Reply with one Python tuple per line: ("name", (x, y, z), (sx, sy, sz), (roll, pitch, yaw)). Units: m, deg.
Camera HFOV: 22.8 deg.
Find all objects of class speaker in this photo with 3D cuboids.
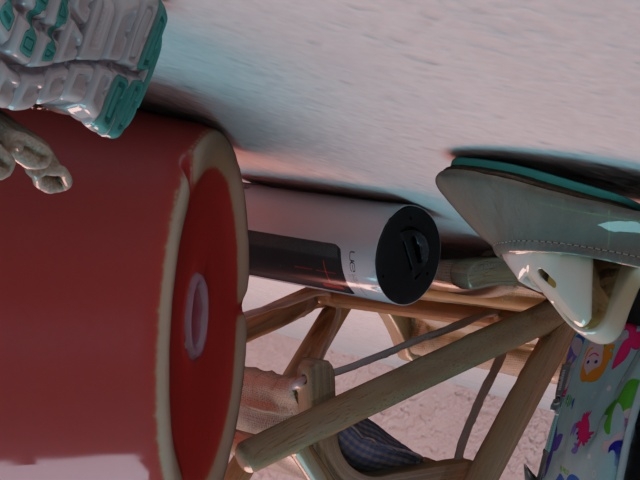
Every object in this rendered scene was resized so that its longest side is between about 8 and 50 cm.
("speaker", (0.000, 0.000, 0.882), (0.136, 0.055, 0.055), (10, 172, 43))

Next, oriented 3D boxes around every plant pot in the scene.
("plant pot", (-0.170, 0.035, 0.774), (0.243, 0.275, 0.275), (3, 172, 9))

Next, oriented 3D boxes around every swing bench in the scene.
("swing bench", (0.019, 0.095, 0.999), (0.253, 0.254, 0.165), (3, 130, 57))

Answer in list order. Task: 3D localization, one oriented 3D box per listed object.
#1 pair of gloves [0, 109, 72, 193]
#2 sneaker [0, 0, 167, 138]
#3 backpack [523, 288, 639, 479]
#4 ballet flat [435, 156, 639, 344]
("pair of gloves", (-0.192, -0.078, 0.465), (0.204, 0.042, 0.240), (33, 180, 23))
("sneaker", (-0.106, -0.073, 0.480), (0.076, 0.065, 0.166), (18, 173, 13))
("backpack", (0.216, 0.157, 0.827), (0.225, 0.253, 0.191), (16, 174, -12))
("ballet flat", (0.132, 0.014, 0.626), (0.213, 0.068, 0.072), (12, 173, 32))
